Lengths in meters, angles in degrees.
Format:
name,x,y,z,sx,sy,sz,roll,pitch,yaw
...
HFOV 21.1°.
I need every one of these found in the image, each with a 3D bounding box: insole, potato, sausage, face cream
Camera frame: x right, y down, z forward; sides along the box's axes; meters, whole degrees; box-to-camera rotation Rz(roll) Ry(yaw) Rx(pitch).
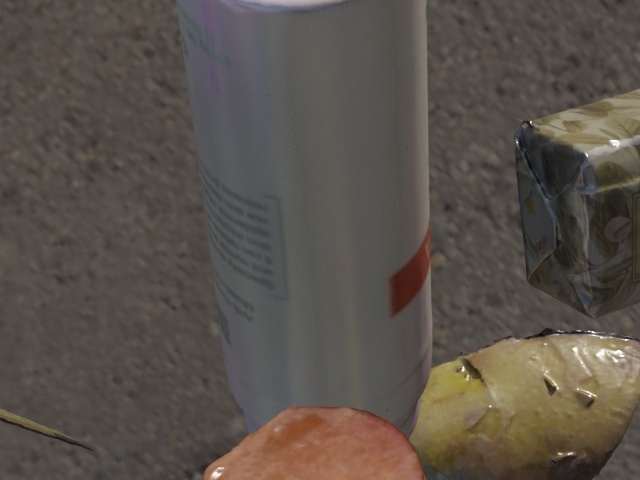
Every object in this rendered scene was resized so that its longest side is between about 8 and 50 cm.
name,x,y,z,sx,sy,sz,roll,pitch,yaw
insole,-0.199,0.040,0.669,0.086,0.253,0.005,4,72,63
potato,0.092,0.117,0.925,0.172,0.100,0.089,-48,19,31
sausage,0.011,0.128,0.485,0.065,0.169,0.065,-8,35,6
face cream,0.000,0.000,0.760,0.102,0.345,0.102,-2,48,2

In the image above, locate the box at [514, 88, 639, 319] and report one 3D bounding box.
name,x,y,z,sx,sy,sz,roll,pitch,yaw
box,0.113,-0.018,0.560,0.098,0.062,0.045,-15,25,-25
